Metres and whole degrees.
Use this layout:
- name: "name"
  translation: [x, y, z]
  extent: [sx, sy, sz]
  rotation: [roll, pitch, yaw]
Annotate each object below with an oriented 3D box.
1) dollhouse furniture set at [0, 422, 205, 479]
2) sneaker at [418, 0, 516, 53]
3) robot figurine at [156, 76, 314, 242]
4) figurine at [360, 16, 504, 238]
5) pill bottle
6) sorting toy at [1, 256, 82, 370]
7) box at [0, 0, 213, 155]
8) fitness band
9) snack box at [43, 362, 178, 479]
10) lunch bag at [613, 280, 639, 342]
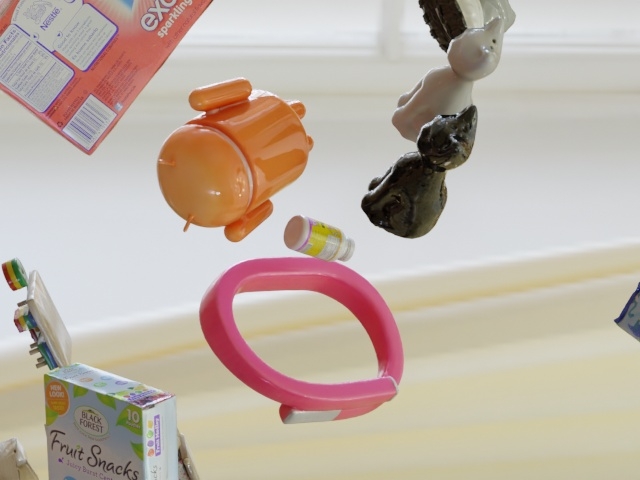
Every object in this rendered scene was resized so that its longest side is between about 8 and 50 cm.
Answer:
- name: "dollhouse furniture set"
  translation: [-0.333, 0.446, 2.440]
  extent: [0.174, 0.303, 0.356]
  rotation: [-114, -177, -46]
- name: "sneaker"
  translation: [0.160, -0.364, 1.859]
  extent: [0.100, 0.108, 0.272]
  rotation: [6, -61, 61]
- name: "robot figurine"
  translation: [-0.101, -0.096, 1.747]
  extent: [0.219, 0.128, 0.158]
  rotation: [-37, 159, -44]
- name: "figurine"
  translation: [0.143, -0.136, 1.754]
  extent: [0.209, 0.092, 0.215]
  rotation: [126, -15, -60]
- name: "pill bottle"
  translation: [0.000, 0.000, 1.801]
  extent: [0.043, 0.083, 0.043]
  rotation: [-26, -125, 44]
- name: "sorting toy"
  translation: [-0.422, 0.137, 2.311]
  extent: [0.132, 0.046, 0.275]
  rotation: [-112, 179, -68]
- name: "box"
  translation: [-0.202, -0.251, 1.470]
  extent: [0.300, 0.154, 0.142]
  rotation: [-53, -156, -1]
- name: "fitness band"
  translation: [-0.014, 0.112, 1.804]
  extent: [0.054, 0.290, 0.209]
  rotation: [-45, -120, 36]
- name: "snack box"
  translation: [-0.144, 0.165, 1.052]
  extent: [0.037, 0.100, 0.141]
  rotation: [-18, 114, -49]
- name: "lunch bag"
  translation: [0.507, 0.120, 2.151]
  extent: [0.129, 0.151, 0.096]
  rotation: [42, -64, 27]
